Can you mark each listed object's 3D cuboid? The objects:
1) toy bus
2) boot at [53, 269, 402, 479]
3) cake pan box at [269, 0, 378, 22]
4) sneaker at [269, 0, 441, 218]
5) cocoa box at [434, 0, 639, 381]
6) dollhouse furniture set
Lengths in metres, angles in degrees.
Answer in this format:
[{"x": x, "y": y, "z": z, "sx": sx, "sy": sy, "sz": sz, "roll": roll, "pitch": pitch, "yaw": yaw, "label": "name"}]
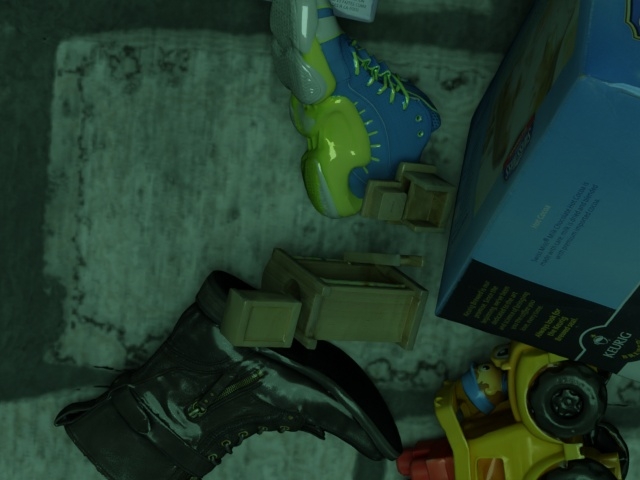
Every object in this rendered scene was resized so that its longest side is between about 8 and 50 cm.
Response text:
[{"x": 0.167, "y": 0.179, "z": 1.471, "sx": 0.211, "sy": 0.149, "sz": 0.220, "roll": -6, "pitch": 101, "yaw": 16, "label": "toy bus"}, {"x": -0.083, "y": 0.175, "z": 1.490, "sx": 0.263, "sy": 0.091, "sz": 0.229, "roll": 39, "pitch": 104, "yaw": -5, "label": "boot"}, {"x": -0.056, "y": -0.331, "z": 1.374, "sx": 0.267, "sy": 0.070, "sz": 0.245, "roll": 14, "pitch": 100, "yaw": -5, "label": "cake pan box"}, {"x": 0.033, "y": -0.134, "z": 1.396, "sx": 0.126, "sy": 0.091, "sz": 0.240, "roll": -19, "pitch": 132, "yaw": -11, "label": "sneaker"}, {"x": 0.256, "y": -0.078, "z": 1.275, "sx": 0.228, "sy": 0.231, "sz": 0.347, "roll": 17, "pitch": 146, "yaw": -5, "label": "cocoa box"}, {"x": 0.000, "y": 0.000, "z": 1.391, "sx": 0.182, "sy": 0.101, "sz": 0.161, "roll": 4, "pitch": 109, "yaw": -33, "label": "dollhouse furniture set"}]
